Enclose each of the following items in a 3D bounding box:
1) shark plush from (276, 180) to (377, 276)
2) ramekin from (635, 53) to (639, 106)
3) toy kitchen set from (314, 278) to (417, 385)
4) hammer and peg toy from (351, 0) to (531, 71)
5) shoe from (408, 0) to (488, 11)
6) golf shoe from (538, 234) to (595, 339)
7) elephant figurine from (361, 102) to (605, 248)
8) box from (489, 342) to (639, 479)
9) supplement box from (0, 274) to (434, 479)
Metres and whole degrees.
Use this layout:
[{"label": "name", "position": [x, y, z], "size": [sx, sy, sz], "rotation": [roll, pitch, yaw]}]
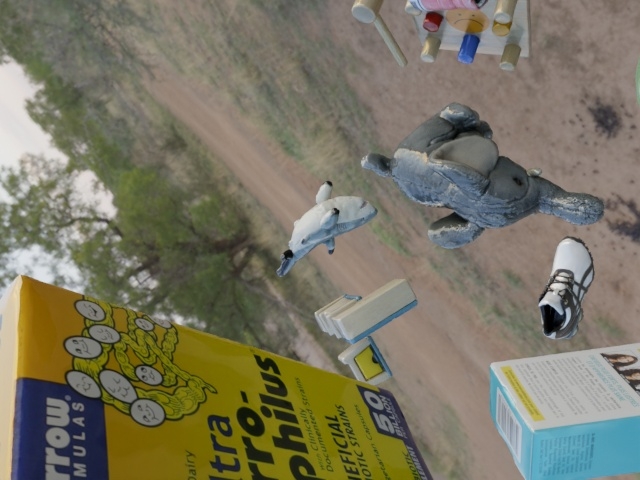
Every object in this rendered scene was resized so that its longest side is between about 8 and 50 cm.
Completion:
[{"label": "shark plush", "position": [0.000, 0.000, 0.820], "size": [0.067, 0.161, 0.073], "rotation": [32, -165, -30]}, {"label": "ramekin", "position": [0.331, -0.113, 0.328], "size": [0.303, 0.303, 0.148], "rotation": [47, 153, 34]}, {"label": "toy kitchen set", "position": [0.095, 0.161, 1.008], "size": [0.166, 0.122, 0.207], "rotation": [60, 168, -3]}, {"label": "hammer and peg toy", "position": [0.271, -0.489, 1.345], "size": [0.362, 0.127, 0.266], "rotation": [14, 169, 24]}, {"label": "shoe", "position": [0.145, -0.314, 0.605], "size": [0.081, 0.177, 0.064], "rotation": [23, -165, 41]}, {"label": "golf shoe", "position": [0.454, 0.091, 1.153], "size": [0.077, 0.094, 0.198], "rotation": [8, 98, 44]}, {"label": "elephant figurine", "position": [0.198, -0.072, 0.799], "size": [0.169, 0.186, 0.239], "rotation": [36, -162, -29]}, {"label": "box", "position": [0.282, 0.142, 0.540], "size": [0.100, 0.245, 0.060], "rotation": [-103, 6, -68]}, {"label": "supplement box", "position": [-0.086, 0.203, 0.445], "size": [0.357, 0.195, 0.194], "rotation": [26, -156, -37]}]
